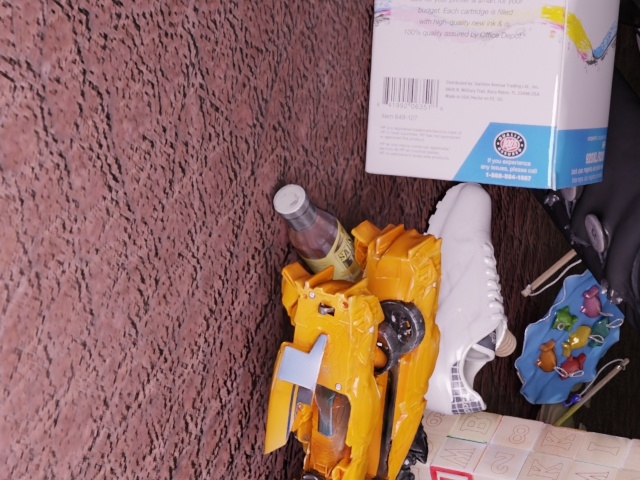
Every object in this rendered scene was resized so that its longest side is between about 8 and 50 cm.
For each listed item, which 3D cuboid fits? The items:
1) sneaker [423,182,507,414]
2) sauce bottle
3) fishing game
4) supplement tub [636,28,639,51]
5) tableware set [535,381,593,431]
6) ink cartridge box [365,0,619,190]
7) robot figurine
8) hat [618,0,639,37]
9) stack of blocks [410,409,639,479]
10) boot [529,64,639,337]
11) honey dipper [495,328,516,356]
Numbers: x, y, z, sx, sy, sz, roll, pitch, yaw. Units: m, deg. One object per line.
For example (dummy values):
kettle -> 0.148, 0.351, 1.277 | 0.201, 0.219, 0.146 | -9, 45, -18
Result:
sneaker -> 0.138, 0.055, 1.194 | 0.090, 0.095, 0.235 | 45, 55, -54
sauce bottle -> 0.000, 0.000, 0.973 | 0.128, 0.042, 0.042 | 52, 52, -55
fishing game -> 0.299, 0.115, 1.455 | 0.189, 0.041, 0.264 | -36, 135, -21
supplement tub -> 0.642, -0.347, 1.794 | 0.241, 0.331, 0.241 | -25, 118, -59
tableware set -> 0.301, 0.199, 1.600 | 0.128, 0.039, 0.194 | 46, 49, -42
ink cartridge box -> 0.154, -0.169, 1.085 | 0.168, 0.171, 0.232 | -11, 107, -62
robot figurine -> 0.022, 0.141, 0.968 | 0.211, 0.085, 0.291 | -28, 132, -53
hat -> 0.407, -0.349, 1.565 | 0.331, 0.134, 0.331 | 10, 90, -80
stack of blocks -> 0.228, 0.268, 1.196 | 0.087, 0.297, 0.171 | -51, 138, -46
boot -> 0.320, -0.086, 1.202 | 0.445, 0.146, 0.367 | -102, -165, -53
honey dipper -> 0.170, 0.081, 1.333 | 0.160, 0.031, 0.030 | 46, 56, -52
